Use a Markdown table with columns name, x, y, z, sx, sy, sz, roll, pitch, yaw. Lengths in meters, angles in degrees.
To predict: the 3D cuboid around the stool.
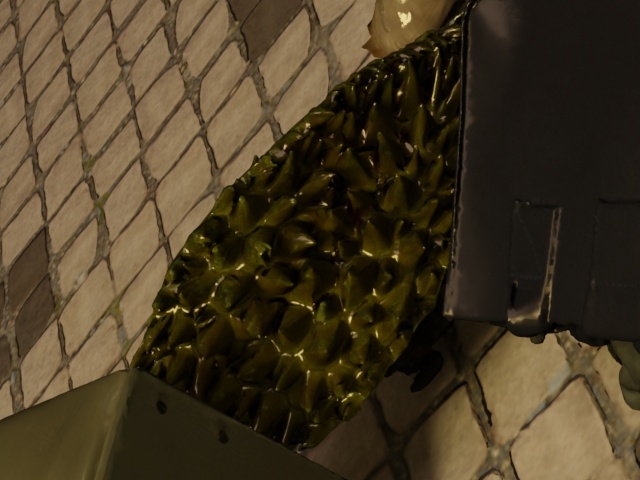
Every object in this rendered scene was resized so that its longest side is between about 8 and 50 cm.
| name | x | y | z | sx | sy | sz | roll | pitch | yaw |
| --- | --- | --- | --- | --- | --- | --- | --- | --- | --- |
| stool | -0.109 | 0.234 | 1.274 | 0.243 | 0.270 | 0.170 | -24 | 44 | 47 |

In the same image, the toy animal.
| name | x | y | z | sx | sy | sz | roll | pitch | yaw |
| --- | --- | --- | --- | --- | --- | --- | --- | --- | --- |
| toy animal | 0.059 | -0.006 | 1.410 | 0.148 | 0.084 | 0.232 | -44 | 36 | 31 |

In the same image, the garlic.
| name | x | y | z | sx | sy | sz | roll | pitch | yaw |
| --- | --- | --- | --- | --- | --- | --- | --- | --- | --- |
| garlic | 0.084 | -0.213 | 1.567 | 0.152 | 0.066 | 0.084 | -56 | 27 | 15 |

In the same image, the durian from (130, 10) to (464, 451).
| name | x | y | z | sx | sy | sz | roll | pitch | yaw |
| --- | --- | --- | --- | --- | --- | --- | --- | --- | --- |
| durian | 0.010 | 0.006 | 1.318 | 0.394 | 0.163 | 0.198 | -58 | -5 | -7 |

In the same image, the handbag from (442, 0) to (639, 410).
| name | x | y | z | sx | sy | sz | roll | pitch | yaw |
| --- | --- | --- | --- | --- | --- | --- | --- | --- | --- |
| handbag | 0.213 | -0.032 | 1.089 | 0.326 | 0.118 | 0.269 | 2 | 85 | 55 |
